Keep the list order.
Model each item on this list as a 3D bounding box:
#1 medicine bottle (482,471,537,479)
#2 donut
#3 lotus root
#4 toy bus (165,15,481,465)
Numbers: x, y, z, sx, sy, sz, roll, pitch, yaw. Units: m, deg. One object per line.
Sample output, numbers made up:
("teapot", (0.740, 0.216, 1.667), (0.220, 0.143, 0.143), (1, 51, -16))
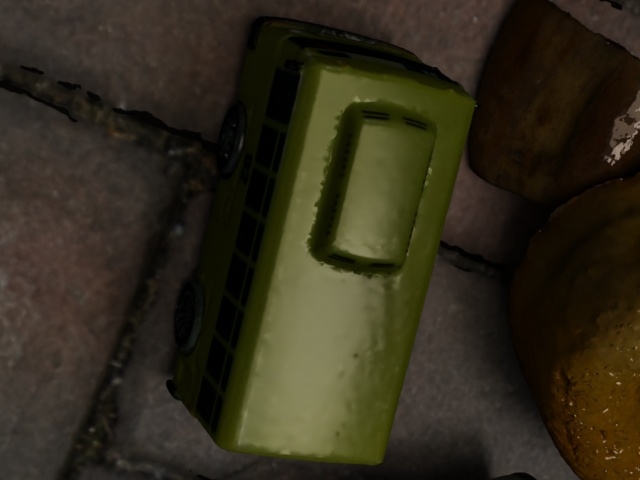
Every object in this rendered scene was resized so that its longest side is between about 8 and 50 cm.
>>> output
("medicine bottle", (0.040, 0.248, 0.911), (0.258, 0.143, 0.143), (-11, 108, -17))
("donut", (0.265, 0.083, 0.899), (0.277, 0.108, 0.277), (2, 130, 2))
("lotus root", (0.188, -0.080, 0.904), (0.159, 0.095, 0.135), (24, 99, -17))
("toy bus", (0.000, 0.000, 0.826), (0.128, 0.150, 0.262), (10, 101, -23))
